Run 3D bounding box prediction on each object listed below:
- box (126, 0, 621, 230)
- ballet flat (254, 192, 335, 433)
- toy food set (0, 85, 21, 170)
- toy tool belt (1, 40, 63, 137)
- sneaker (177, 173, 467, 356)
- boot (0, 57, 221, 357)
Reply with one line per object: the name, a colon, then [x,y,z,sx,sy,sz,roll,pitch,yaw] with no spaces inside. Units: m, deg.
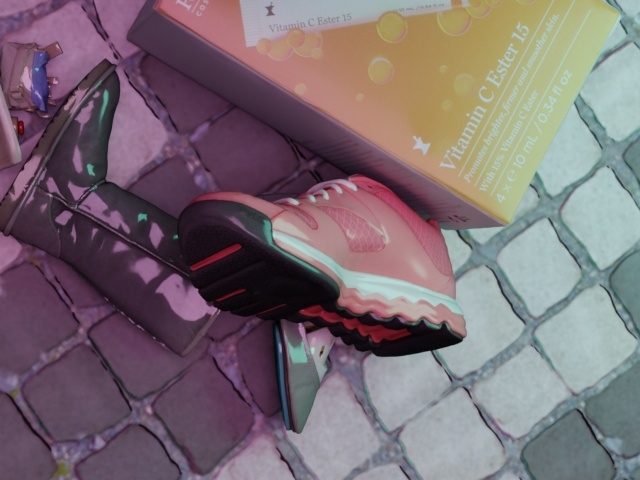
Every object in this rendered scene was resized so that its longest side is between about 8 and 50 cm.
box: [0.042,-0.185,1.342,0.345,0.168,0.215,30,82,-12]
ballet flat: [-0.018,0.062,1.375,0.068,0.072,0.213,-12,92,-2]
toy food set: [-0.418,-0.120,1.262,0.306,0.092,0.220,-19,95,-13]
toy tool belt: [-0.244,-0.127,1.329,0.051,0.052,0.083,-1,91,-6]
sneaker: [0.000,0.000,1.311,0.313,0.116,0.136,24,58,-43]
boot: [-0.153,-0.027,1.342,0.208,0.076,0.190,31,97,-6]
